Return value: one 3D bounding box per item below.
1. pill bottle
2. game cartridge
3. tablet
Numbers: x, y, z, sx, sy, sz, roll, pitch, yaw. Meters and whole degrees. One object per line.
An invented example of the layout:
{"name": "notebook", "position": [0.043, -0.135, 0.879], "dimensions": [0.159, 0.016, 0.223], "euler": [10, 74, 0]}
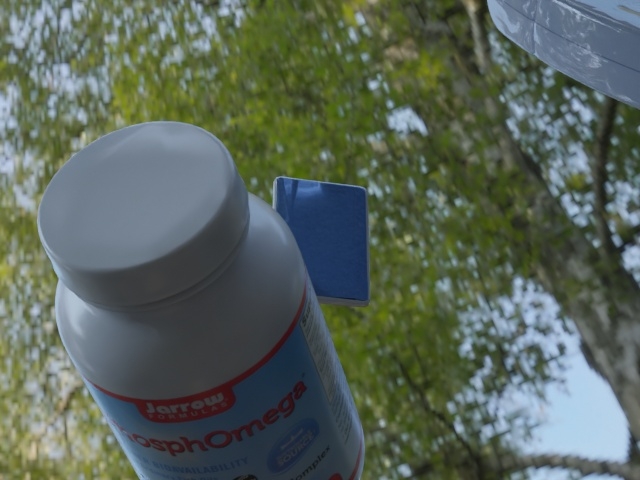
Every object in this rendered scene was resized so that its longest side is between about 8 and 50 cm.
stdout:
{"name": "pill bottle", "position": [-0.041, 0.037, 0.557], "dimensions": [0.087, 0.087, 0.160], "euler": [-19, -43, 1]}
{"name": "game cartridge", "position": [0.252, -0.129, 0.956], "dimensions": [0.196, 0.294, 0.060], "euler": [-19, -56, -36]}
{"name": "tablet", "position": [0.000, 0.000, 0.863], "dimensions": [0.054, 0.083, 0.006], "euler": [7, -40, -8]}
